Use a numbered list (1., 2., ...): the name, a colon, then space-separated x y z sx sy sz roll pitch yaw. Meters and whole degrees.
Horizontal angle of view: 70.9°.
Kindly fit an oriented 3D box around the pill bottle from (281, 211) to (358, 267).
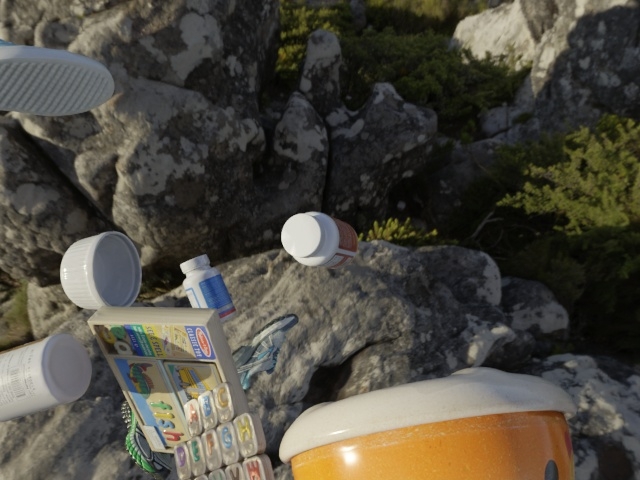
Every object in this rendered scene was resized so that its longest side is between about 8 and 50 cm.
1. pill bottle: 0.000 0.000 1.023 0.121 0.216 0.121 -3 83 22

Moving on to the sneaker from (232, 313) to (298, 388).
1. sneaker: -0.169 0.343 1.404 0.283 0.110 0.122 -39 91 -8

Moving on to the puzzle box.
1. puzzle box: -0.301 0.320 0.976 0.271 0.409 0.052 -2 29 15

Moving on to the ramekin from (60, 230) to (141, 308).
1. ramekin: -0.573 0.084 1.175 0.108 0.207 0.207 -6 69 10

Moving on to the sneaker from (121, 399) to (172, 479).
1. sneaker: -0.527 0.594 1.421 0.146 0.134 0.343 -34 40 -10

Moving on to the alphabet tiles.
1. alphabet tiles: -0.186 0.416 0.820 0.021 0.284 0.278 7 56 -45

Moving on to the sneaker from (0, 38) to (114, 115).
1. sneaker: -0.573 -0.319 0.804 0.365 0.135 0.150 -6 60 -25

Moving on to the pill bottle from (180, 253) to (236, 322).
1. pill bottle: -0.368 0.162 1.460 0.124 0.124 0.222 -22 91 -13

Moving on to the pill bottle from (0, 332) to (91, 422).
1. pill bottle: -0.579 0.271 0.860 0.229 0.131 0.131 -18 71 6

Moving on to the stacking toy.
1. stacking toy: 0.150 0.403 0.450 0.350 0.351 0.480 -5 60 -7
